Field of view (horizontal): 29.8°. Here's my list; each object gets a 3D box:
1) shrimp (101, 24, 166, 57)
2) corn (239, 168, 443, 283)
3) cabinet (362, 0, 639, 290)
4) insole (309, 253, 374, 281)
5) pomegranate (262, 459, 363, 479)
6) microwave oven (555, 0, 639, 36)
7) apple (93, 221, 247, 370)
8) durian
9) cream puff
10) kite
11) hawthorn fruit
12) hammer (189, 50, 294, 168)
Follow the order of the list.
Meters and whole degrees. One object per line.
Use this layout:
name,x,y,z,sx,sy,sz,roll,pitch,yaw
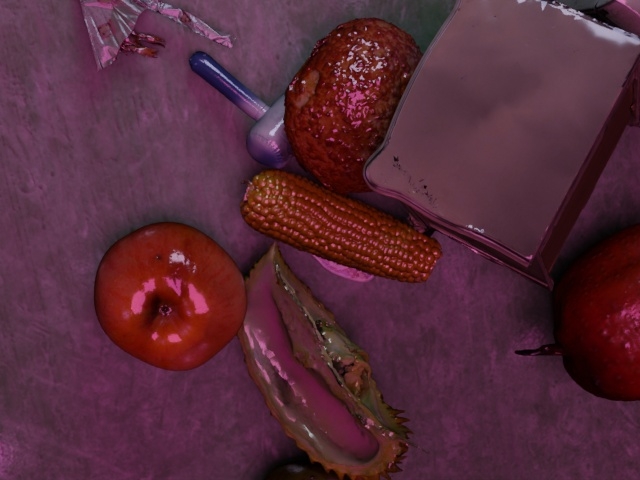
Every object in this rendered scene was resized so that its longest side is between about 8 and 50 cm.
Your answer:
shrimp,-0.254,-0.265,1.615,0.092,0.038,0.029,8,144,-11
corn,0.019,-0.019,1.675,0.310,0.101,0.101,21,99,-18
cabinet,0.242,-0.120,1.506,0.227,0.318,0.290,27,88,18
insole,0.000,0.000,1.729,0.197,0.004,0.065,31,97,-14
pomegranate,0.007,0.389,1.725,0.198,0.198,0.246,40,91,-15
microwave oven,0.515,-0.262,1.576,0.394,0.333,0.247,34,90,-12
apple,-0.203,0.079,1.635,0.209,0.164,0.209,-1,104,-6
durian,-0.004,0.188,1.666,0.157,0.169,0.355,-34,79,-11
cream puff,0.067,-0.169,1.593,0.164,0.240,0.240,18,103,31
kite,-0.228,-0.317,1.599,0.250,0.012,0.229,30,86,-3
hawthorn fruit,0.419,0.108,1.703,0.300,0.254,0.254,-13,105,7
hammer,-0.098,-0.191,1.635,0.194,0.069,0.116,39,65,-1
